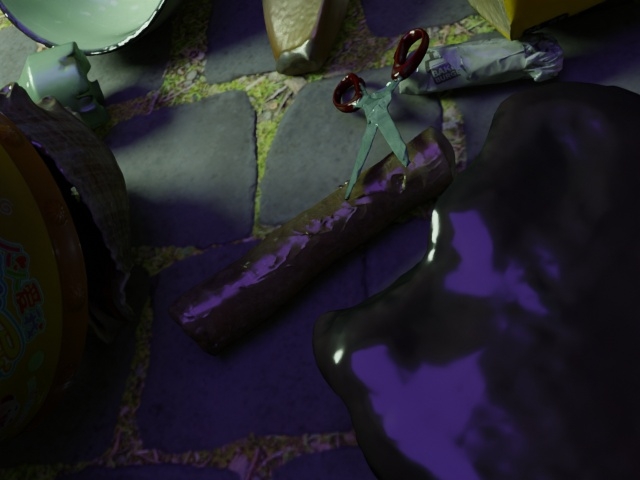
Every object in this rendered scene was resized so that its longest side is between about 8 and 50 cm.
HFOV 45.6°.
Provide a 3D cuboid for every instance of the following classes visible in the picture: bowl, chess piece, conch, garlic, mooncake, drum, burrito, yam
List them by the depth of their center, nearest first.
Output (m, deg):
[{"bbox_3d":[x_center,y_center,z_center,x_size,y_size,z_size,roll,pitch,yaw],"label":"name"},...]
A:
[{"bbox_3d":[0.205,0.088,0.626,0.381,0.212,0.350,-36,60,-7],"label":"mooncake"},{"bbox_3d":[-0.450,0.048,0.739,0.431,0.214,0.431,6,104,24],"label":"drum"},{"bbox_3d":[0.000,0.000,0.835,0.356,0.081,0.081,-35,55,-2],"label":"yam"},{"bbox_3d":[-0.327,-0.055,0.897,0.352,0.297,0.210,33,49,-4],"label":"conch"},{"bbox_3d":[0.183,-0.208,0.903,0.203,0.064,0.064,-1,60,20],"label":"burrito"},{"bbox_3d":[-0.017,-0.370,1.038,0.143,0.112,0.318,-17,60,37],"label":"garlic"},{"bbox_3d":[-0.453,-0.168,1.041,0.299,0.194,0.195,-21,56,-3],"label":"chess piece"},{"bbox_3d":[-0.312,-0.455,1.108,0.353,0.354,0.185,2,18,20],"label":"bowl"}]

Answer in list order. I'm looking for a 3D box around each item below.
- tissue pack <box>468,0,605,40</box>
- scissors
[{"bbox_3d":[0.321,-0.440,0.831,0.382,0.293,0.228,-22,31,7],"label":"tissue pack"},{"bbox_3d":[0.065,-0.144,0.864,0.144,0.017,0.248,-30,34,30],"label":"scissors"}]
